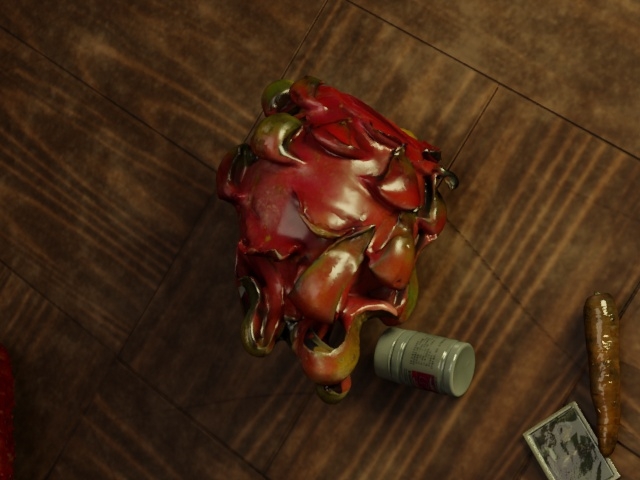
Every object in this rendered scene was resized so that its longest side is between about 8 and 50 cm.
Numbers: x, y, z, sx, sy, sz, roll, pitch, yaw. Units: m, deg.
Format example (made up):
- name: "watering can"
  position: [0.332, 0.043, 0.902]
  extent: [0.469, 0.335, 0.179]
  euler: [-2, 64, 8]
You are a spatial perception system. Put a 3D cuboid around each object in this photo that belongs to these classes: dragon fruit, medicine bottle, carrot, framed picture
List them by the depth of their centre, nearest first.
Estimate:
- name: "carrot"
  position: [0.277, 0.130, 1.374]
  extent: [0.036, 0.036, 0.165]
  euler: [-7, 76, 28]
- name: "framed picture"
  position: [0.247, 0.213, 1.389]
  extent: [0.066, 0.007, 0.089]
  euler: [-36, 64, 17]
- name: "dragon fruit"
  position: [0.007, -0.014, 1.437]
  extent: [0.307, 0.228, 0.243]
  euler: [-99, 29, -50]
- name: "medicine bottle"
  position: [0.108, 0.125, 1.456]
  extent: [0.091, 0.058, 0.058]
  euler: [11, 84, 30]

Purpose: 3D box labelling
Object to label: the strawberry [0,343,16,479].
- name: "strawberry"
  position: [-0.448, 0.223, 1.684]
  extent: [0.205, 0.205, 0.244]
  euler: [0, 59, 29]
